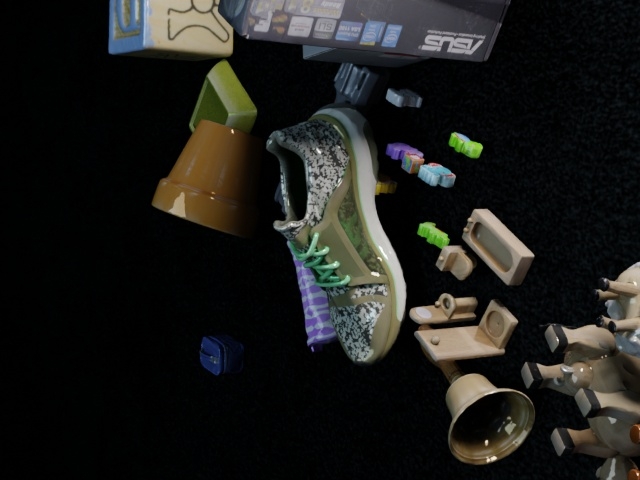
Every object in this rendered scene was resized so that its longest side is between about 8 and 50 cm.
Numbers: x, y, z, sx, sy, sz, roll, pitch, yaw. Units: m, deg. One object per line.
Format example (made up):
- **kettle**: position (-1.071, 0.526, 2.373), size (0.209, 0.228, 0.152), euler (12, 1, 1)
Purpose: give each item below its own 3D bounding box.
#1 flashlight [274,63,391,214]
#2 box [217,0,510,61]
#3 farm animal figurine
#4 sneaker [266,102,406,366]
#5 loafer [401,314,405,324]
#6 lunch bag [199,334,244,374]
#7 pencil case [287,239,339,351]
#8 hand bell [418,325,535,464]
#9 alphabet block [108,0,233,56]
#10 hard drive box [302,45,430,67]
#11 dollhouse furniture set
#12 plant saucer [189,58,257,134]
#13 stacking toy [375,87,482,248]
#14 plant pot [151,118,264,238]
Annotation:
- **flashlight**: position (0.021, -0.173, 1.682), size (0.103, 0.103, 0.304), euler (37, 122, 20)
- **box**: position (0.092, -0.400, 1.281), size (0.097, 0.395, 0.318), euler (52, 132, 45)
- **farm animal figurine**: position (0.345, 0.231, 1.149), size (0.330, 0.172, 0.326), euler (123, 146, -52)
- **sneaker**: position (0.000, 0.000, 1.547), size (0.158, 0.182, 0.410), euler (-13, 89, 50)
- **loafer**: position (0.085, 0.131, 1.631), size (0.148, 0.050, 0.056), euler (-48, 52, 47)
- **lunch bag**: position (-0.207, 0.231, 2.071), size (0.098, 0.065, 0.067), euler (18, 107, 55)
- **pencil case**: position (-0.004, 0.080, 1.732), size (0.088, 0.086, 0.206), euler (-25, 70, 41)
- **hand bell**: position (0.192, 0.191, 1.445), size (0.242, 0.126, 0.126), euler (-121, 42, -55)
- **alphabet block**: position (-0.305, -0.470, 2.070), size (0.193, 0.197, 0.192), euler (13, 102, 56)
- **hard drive box**: position (0.066, -0.385, 1.518), size (0.089, 0.181, 0.232), euler (-2, 90, 57)
- **dollhouse furniture set**: position (0.194, 0.058, 1.392), size (0.144, 0.123, 0.151), euler (52, 132, 42)
- **plant saucer**: position (-0.210, -0.245, 2.073), size (0.188, 0.045, 0.188), euler (59, 137, 37)
- **stacking toy**: position (0.153, -0.112, 1.522), size (0.221, 0.052, 0.167), euler (44, 129, 45)
- **plant pot**: position (-0.196, -0.124, 1.941), size (0.205, 0.205, 0.187), euler (22, 93, 55)
